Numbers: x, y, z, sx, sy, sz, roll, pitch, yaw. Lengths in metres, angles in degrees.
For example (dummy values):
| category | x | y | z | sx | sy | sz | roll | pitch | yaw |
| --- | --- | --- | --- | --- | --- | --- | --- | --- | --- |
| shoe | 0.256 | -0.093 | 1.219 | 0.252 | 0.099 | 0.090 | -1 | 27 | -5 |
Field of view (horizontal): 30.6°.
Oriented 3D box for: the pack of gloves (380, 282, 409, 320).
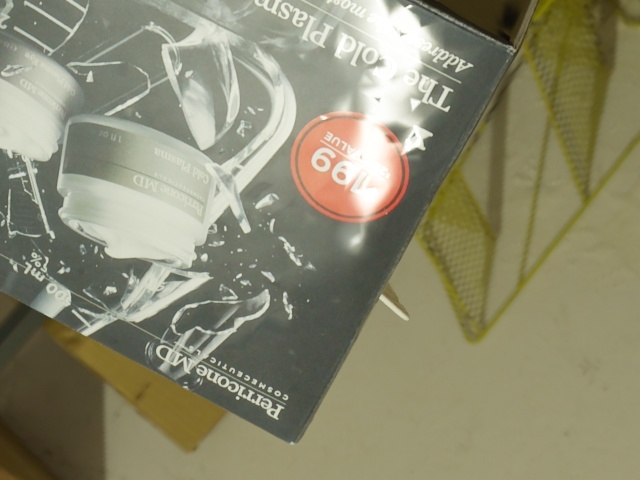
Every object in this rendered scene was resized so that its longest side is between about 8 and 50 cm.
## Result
| category | x | y | z | sx | sy | sz | roll | pitch | yaw |
| --- | --- | --- | --- | --- | --- | --- | --- | --- | --- |
| pack of gloves | 0.000 | 0.000 | 1.477 | 0.232 | 0.046 | 0.195 | 40 | -167 | -43 |

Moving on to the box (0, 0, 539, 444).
| category | x | y | z | sx | sy | sz | roll | pitch | yaw |
| --- | --- | --- | --- | --- | --- | --- | --- | --- | --- |
| box | -0.083 | -0.097 | 0.745 | 0.343 | 0.312 | 0.179 | 27 | -146 | 2 |
